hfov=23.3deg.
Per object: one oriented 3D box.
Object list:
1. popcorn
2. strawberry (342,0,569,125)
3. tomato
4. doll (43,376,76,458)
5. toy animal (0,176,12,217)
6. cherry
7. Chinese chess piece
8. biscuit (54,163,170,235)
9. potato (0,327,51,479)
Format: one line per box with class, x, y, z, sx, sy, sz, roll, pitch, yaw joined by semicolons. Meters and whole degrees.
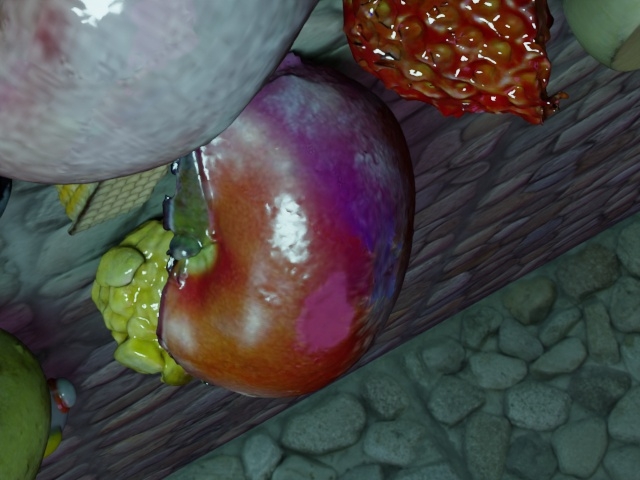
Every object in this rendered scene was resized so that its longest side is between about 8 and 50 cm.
popcorn;-0.149;0.044;1.573;0.194;0.163;0.140;-60;-164;-16
strawberry;0.107;-0.201;1.252;0.178;0.233;0.234;-3;171;10
tomato;0.004;-0.003;1.419;0.290;0.176;0.334;-28;136;-52
doll;-0.373;0.208;1.723;0.200;0.105;0.336;-33;166;9
toy animal;-0.299;0.012;1.092;0.197;0.160;0.272;112;0;-58
cherry;-0.103;-0.153;0.783;0.261;0.221;0.307;-44;177;35
Chinese chess piece;0.377;-0.285;1.607;0.273;0.102;0.273;-29;165;-9
biscuit;-0.118;-0.126;1.185;0.094;0.054;0.378;-24;165;-34
potato;-0.385;0.209;1.355;0.359;0.269;0.219;-28;160;-34
